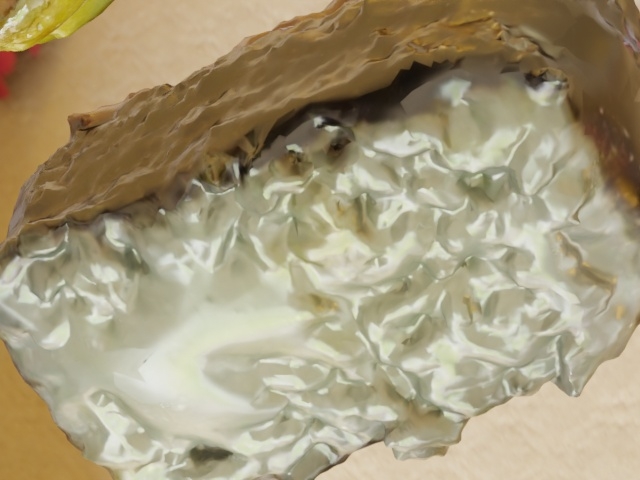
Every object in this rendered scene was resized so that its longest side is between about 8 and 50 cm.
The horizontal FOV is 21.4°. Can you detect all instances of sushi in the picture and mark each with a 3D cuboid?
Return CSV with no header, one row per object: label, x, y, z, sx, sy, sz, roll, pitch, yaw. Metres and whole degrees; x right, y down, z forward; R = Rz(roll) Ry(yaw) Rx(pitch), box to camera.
sushi,0.000,0.000,0.787,0.343,0.196,0.182,-21,21,23

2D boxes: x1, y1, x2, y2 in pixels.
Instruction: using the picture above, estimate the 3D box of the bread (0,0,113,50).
bread,-0.100,-0.138,0.563,0.233,0.088,0.160,36,105,57
